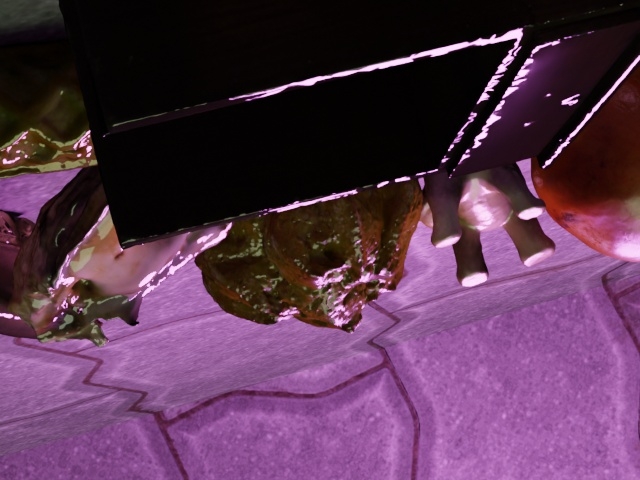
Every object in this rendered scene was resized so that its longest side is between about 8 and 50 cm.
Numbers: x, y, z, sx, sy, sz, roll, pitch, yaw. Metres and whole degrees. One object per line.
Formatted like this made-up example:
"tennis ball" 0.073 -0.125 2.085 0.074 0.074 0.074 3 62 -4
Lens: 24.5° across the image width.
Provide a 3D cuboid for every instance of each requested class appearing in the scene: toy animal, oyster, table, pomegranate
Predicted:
"toy animal" 0.150 -0.046 1.480 0.121 0.168 0.233 -22 167 4
"oyster" -0.132 -0.042 1.233 0.271 0.100 0.275 -16 141 -25
"table" 0.001 -0.133 0.818 0.282 0.196 0.250 -14 169 -9
"pomegranate" 0.305 -0.089 1.437 0.209 0.209 0.209 -15 168 -3

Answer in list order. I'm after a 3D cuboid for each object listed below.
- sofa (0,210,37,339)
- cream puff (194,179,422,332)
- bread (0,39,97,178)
"sofa" -0.375 0.081 1.334 0.258 0.182 0.200 -19 169 12
"cream puff" -0.009 -0.014 1.450 0.244 0.196 0.244 5 -171 -1
"bread" -0.180 -0.093 1.020 0.269 0.087 0.098 -10 167 -22
